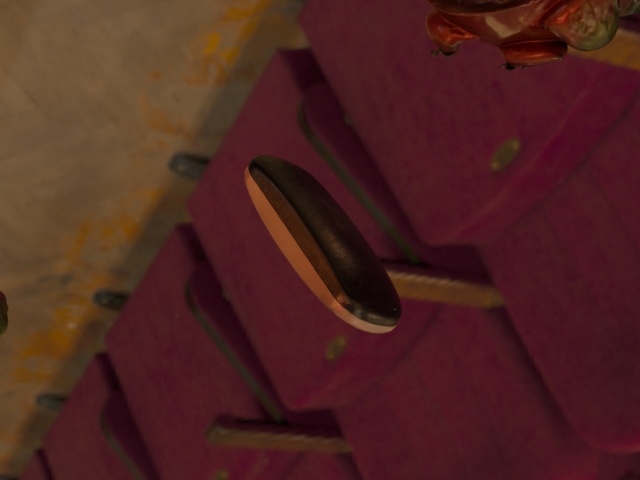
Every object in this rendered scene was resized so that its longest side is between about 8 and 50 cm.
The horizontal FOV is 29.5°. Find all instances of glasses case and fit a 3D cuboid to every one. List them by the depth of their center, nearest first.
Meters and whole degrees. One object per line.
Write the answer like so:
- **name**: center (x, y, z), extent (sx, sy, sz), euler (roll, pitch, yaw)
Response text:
- **glasses case**: center (0.000, 0.000, 1.580), extent (0.122, 0.314, 0.075), euler (11, 125, -47)

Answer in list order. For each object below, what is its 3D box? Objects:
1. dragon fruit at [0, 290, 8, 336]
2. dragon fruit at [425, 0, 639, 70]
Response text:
- **dragon fruit**: center (-0.356, 0.041, 0.875), extent (0.218, 0.198, 0.273), euler (-29, 112, 38)
- **dragon fruit**: center (0.221, -0.277, 1.140), extent (0.295, 0.268, 0.130), euler (-1, 134, 28)
